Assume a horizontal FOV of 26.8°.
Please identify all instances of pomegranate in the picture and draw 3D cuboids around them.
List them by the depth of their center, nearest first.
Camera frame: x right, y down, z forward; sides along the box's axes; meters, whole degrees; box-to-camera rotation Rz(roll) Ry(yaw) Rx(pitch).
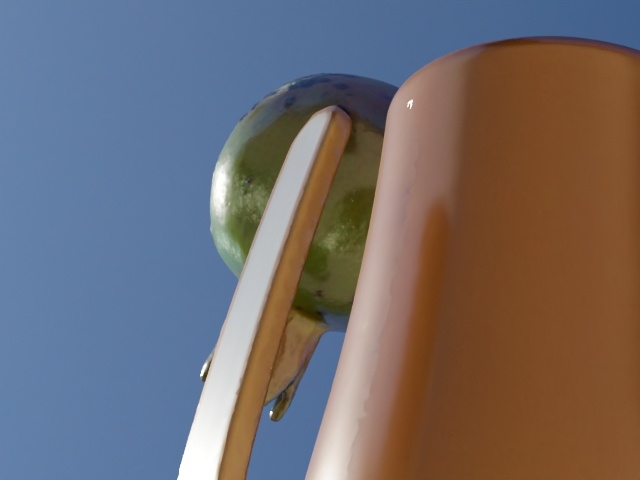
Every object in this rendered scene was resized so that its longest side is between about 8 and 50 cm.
[{"bbox_3d":[0.000,0.000,0.762,0.159,0.159,0.205,29,-98,3],"label":"pomegranate"}]

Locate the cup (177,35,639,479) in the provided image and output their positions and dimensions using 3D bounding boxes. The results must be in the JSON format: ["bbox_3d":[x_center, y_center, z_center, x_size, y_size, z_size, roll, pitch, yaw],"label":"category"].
[{"bbox_3d":[0.060,0.061,0.478,0.226,0.182,0.264,21,-118,-30],"label":"cup"}]
